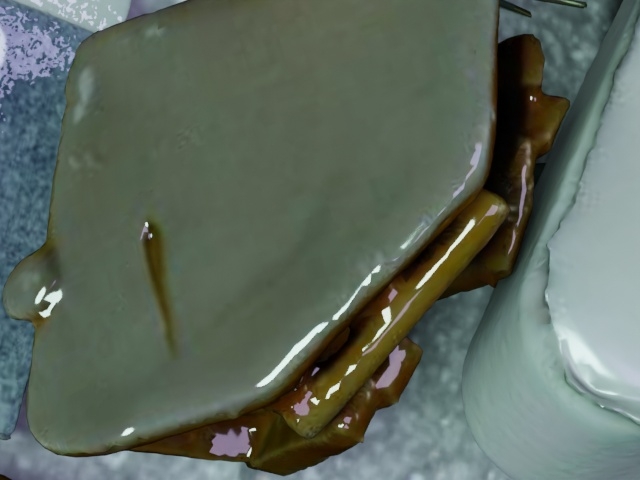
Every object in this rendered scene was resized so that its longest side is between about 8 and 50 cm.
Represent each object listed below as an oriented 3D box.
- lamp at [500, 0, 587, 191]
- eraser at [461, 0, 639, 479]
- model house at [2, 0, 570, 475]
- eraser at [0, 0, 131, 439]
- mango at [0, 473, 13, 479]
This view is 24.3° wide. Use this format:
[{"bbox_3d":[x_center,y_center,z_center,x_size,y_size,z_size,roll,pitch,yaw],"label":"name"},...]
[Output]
[{"bbox_3d":[0.107,-0.073,0.803,0.054,0.041,0.121,5,87,-19],"label":"lamp"},{"bbox_3d":[0.204,0.002,0.699,0.331,0.150,0.331,3,67,-8],"label":"eraser"},{"bbox_3d":[-0.001,0.000,0.655,0.229,0.220,0.199,34,52,-69],"label":"model house"},{"bbox_3d":[-0.153,-0.026,0.651,0.092,0.046,0.212,20,76,-26],"label":"eraser"},{"bbox_3d":[-0.189,0.140,0.554,0.236,0.166,0.136,15,75,-27],"label":"mango"}]
